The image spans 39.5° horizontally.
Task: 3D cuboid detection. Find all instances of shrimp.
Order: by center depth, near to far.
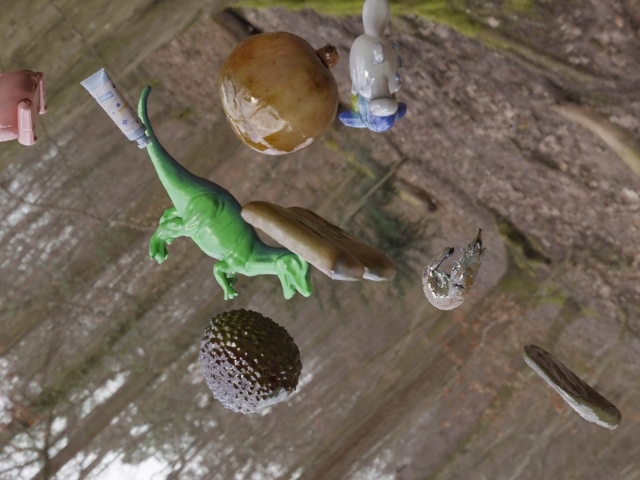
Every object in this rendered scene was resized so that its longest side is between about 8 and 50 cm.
[{"bbox_3d":[0.324,0.062,2.167,0.126,0.223,0.047,29,-167,20],"label":"shrimp"}]

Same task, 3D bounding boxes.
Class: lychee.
[{"bbox_3d":[-0.113,0.184,1.401,0.171,0.171,0.171,45,-169,-11],"label":"lychee"}]

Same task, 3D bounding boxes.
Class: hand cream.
[{"bbox_3d":[-0.395,-0.257,1.757,0.170,0.065,0.043,54,-152,-22],"label":"hand cream"}]

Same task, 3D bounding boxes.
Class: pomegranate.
[{"bbox_3d":[-0.074,-0.313,1.835,0.252,0.270,0.229,61,179,35],"label":"pomegranate"}]

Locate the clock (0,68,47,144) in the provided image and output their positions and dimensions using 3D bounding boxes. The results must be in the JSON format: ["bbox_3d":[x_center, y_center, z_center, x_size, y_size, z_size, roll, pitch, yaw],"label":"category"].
[{"bbox_3d":[-0.529,-0.223,1.423,0.162,0.092,0.166,1,-145,-8],"label":"clock"}]

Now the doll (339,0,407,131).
[{"bbox_3d":[0.162,-0.437,2.500,0.187,0.376,0.365,16,156,6],"label":"doll"}]

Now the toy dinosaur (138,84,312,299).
[{"bbox_3d":[-0.218,-0.107,1.955,0.144,0.375,0.499,-28,-67,-70],"label":"toy dinosaur"}]

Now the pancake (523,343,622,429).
[{"bbox_3d":[0.478,0.284,1.723,0.242,0.050,0.242,36,-172,-6],"label":"pancake"}]

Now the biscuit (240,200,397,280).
[{"bbox_3d":[0.000,0.000,1.821,0.291,0.062,0.237,31,-167,31],"label":"biscuit"}]
